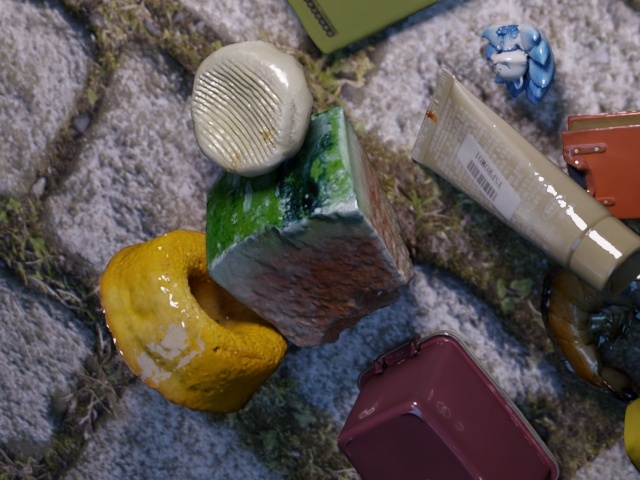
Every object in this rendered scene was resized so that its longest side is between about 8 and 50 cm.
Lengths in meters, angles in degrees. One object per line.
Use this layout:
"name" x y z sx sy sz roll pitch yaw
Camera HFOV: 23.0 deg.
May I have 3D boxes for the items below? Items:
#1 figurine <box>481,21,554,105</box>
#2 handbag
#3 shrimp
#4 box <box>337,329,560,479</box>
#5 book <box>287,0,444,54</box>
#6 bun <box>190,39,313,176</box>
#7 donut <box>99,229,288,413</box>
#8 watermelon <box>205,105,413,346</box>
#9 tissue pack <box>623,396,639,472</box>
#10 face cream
"figurine" 0.240 -0.207 1.869 0.114 0.079 0.114 32 136 36
"handbag" 0.390 -0.092 1.886 0.190 0.063 0.127 -5 117 22
"shrimp" 0.419 0.122 1.999 0.290 0.054 0.222 9 121 22
"box" 0.170 0.291 2.141 0.193 0.167 0.294 -32 103 33
"book" 0.082 -0.383 1.864 0.352 0.035 0.239 -23 110 32
"bun" -0.079 -0.169 2.017 0.183 0.102 0.183 6 100 36
"donut" -0.158 0.098 2.115 0.108 0.277 0.277 -38 99 28
"watermelon" -0.009 0.002 2.057 0.264 0.151 0.302 -28 104 33
"tissue pack" 0.477 0.268 2.005 0.127 0.123 0.178 -26 121 27
"face cream" 0.246 -0.063 1.909 0.341 0.084 0.137 41 132 28
